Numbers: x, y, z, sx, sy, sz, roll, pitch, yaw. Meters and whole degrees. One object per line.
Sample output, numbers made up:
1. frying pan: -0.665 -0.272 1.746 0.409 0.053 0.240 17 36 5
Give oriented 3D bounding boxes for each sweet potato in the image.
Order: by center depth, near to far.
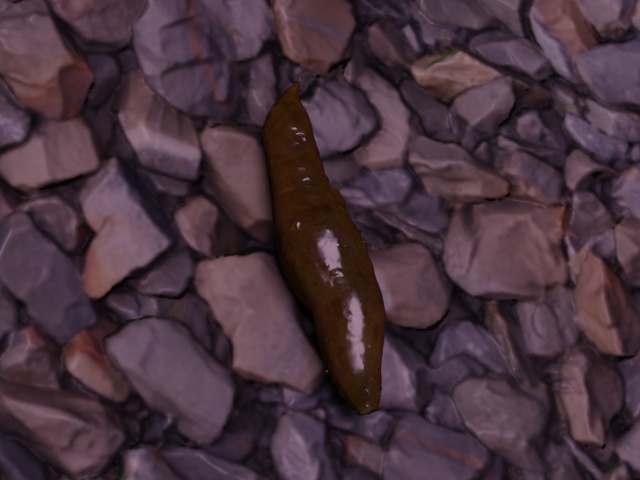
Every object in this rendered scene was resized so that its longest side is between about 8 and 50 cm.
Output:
1. sweet potato: 0.000 0.000 1.319 0.067 0.067 0.274 -6 64 -21
